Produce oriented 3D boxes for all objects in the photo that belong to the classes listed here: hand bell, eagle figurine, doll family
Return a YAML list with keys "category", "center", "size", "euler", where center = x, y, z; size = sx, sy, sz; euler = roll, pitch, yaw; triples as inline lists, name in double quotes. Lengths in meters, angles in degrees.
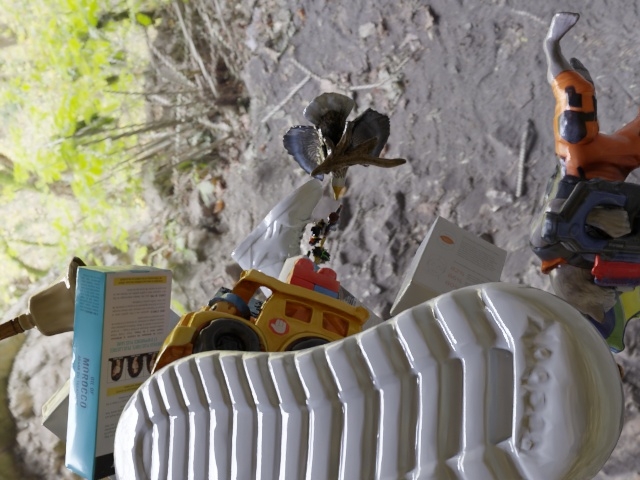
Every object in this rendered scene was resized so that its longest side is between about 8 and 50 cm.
- category: "hand bell"
  center: [-0.447, 0.124, 1.016]
  size: [0.126, 0.242, 0.126]
  euler: [159, 90, -86]
- category: "eagle figurine"
  center: [0.039, -0.200, 1.518]
  size: [0.226, 0.298, 0.225]
  euler: [32, 106, -11]
- category: "doll family"
  center: [0.000, 0.000, 1.669]
  size: [0.076, 0.193, 0.111]
  euler: [14, 171, 9]

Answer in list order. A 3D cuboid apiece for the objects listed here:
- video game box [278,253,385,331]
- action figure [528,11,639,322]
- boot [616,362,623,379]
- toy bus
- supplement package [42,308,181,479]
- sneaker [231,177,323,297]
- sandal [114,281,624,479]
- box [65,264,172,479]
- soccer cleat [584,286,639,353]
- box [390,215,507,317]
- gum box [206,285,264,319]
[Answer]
- category: "video game box"
  center: [-0.006, 0.154, 0.940]
  size: [0.048, 0.205, 0.187]
  euler: [-12, 135, 44]
- category: "action figure"
  center: [0.361, -0.064, 0.841]
  size: [0.178, 0.341, 0.330]
  euler: [9, 86, 61]
- category: "boot"
  center: [0.278, 0.210, 1.048]
  size: [0.211, 0.295, 0.104]
  euler: [167, 93, -71]
- category: "toy bus"
  center: [-0.056, 0.105, 0.770]
  size: [0.220, 0.211, 0.149]
  euler: [19, 139, -12]
- category: "supplement package"
  center: [-0.300, 0.255, 1.180]
  size: [0.204, 0.262, 0.145]
  euler: [45, 163, -15]
- category: "sneaker"
  center: [-0.058, 0.007, 1.582]
  size: [0.169, 0.108, 0.292]
  euler: [51, 119, 11]
- category: "sandal"
  center: [0.007, 0.147, 0.480]
  size: [0.416, 0.102, 0.169]
  euler: [-20, 70, 37]
- category: "box"
  center: [-0.243, 0.154, 0.847]
  size: [0.060, 0.100, 0.244]
  euler: [7, 93, 38]
- category: "soccer cleat"
  center: [0.547, 0.086, 1.283]
  size: [0.121, 0.289, 0.093]
  euler: [36, 147, 5]
- category: "box"
  center: [0.206, 0.066, 1.111]
  size: [0.130, 0.170, 0.091]
  euler: [28, 134, 4]
- category: "gum box"
  center: [-0.127, 0.154, 1.369]
  size: [0.184, 0.157, 0.041]
  euler: [22, 98, -2]
